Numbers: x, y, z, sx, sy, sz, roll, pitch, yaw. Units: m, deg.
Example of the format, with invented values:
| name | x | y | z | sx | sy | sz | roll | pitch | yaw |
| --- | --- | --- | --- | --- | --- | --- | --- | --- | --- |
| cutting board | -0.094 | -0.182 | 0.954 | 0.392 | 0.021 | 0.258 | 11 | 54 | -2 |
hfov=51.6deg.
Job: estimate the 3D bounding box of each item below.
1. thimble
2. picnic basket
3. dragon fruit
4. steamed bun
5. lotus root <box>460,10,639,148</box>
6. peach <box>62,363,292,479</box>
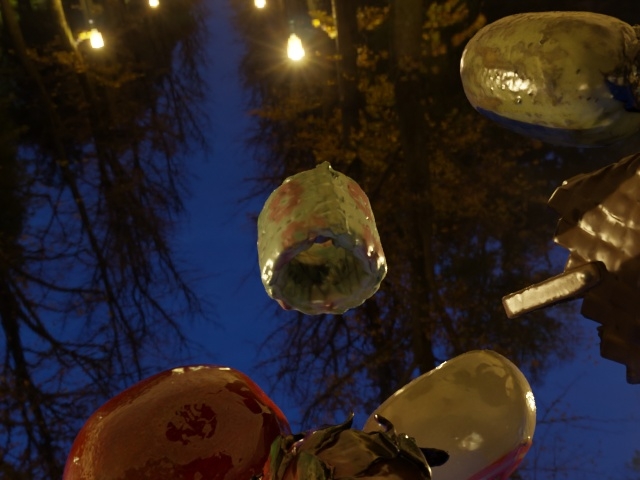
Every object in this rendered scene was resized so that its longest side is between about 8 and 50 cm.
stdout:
| name | x | y | z | sx | sy | sz | roll | pitch | yaw |
| --- | --- | --- | --- | --- | --- | --- | --- | --- | --- |
| thimble | 0.000 | 0.000 | 0.985 | 0.185 | 0.211 | 0.149 | -2 | -133 | -9 |
| picnic basket | 0.427 | 0.037 | 0.877 | 0.254 | 0.291 | 0.321 | -11 | 167 | -30 |
| dragon fruit | 0.013 | 0.240 | 0.567 | 0.188 | 0.182 | 0.182 | -43 | -161 | 15 |
| steamed bun | 0.209 | 0.302 | 1.014 | 0.282 | 0.283 | 0.177 | -19 | -120 | -25 |
| lotus root | 0.283 | -0.207 | 0.844 | 0.173 | 0.173 | 0.309 | -17 | -157 | -22 |
| peach | -0.188 | 0.317 | 0.916 | 0.332 | 0.308 | 0.308 | -40 | -160 | 14 |
